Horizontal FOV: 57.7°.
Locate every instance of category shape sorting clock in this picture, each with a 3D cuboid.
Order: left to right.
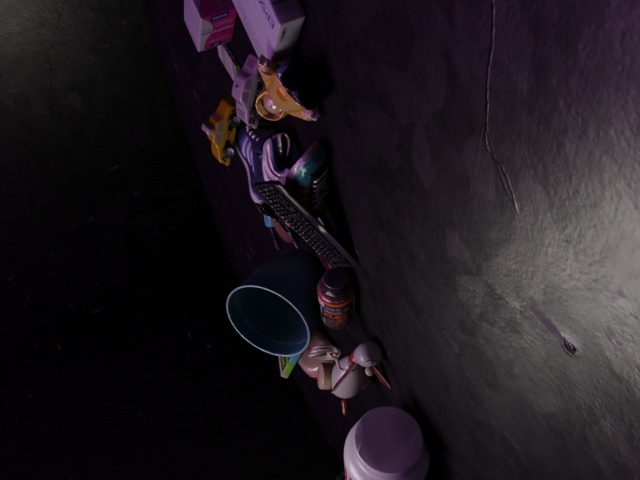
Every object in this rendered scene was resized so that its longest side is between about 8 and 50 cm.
[{"bbox_3d":[0.000,0.000,1.656,0.206,0.040,0.206,58,163,29],"label":"shape sorting clock"}]

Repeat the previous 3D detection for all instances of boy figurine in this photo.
[{"bbox_3d":[-0.077,-0.328,1.268,0.177,0.092,0.285,45,168,-19],"label":"boy figurine"}]

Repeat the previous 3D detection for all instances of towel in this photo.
[{"bbox_3d":[-0.290,-0.573,1.849,0.152,0.023,0.113,59,166,19],"label":"towel"}]

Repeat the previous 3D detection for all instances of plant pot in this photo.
[{"bbox_3d":[-0.103,0.167,1.768,0.272,0.255,0.271,15,130,19],"label":"plant pot"}]

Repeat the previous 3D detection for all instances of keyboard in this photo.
[{"bbox_3d":[-0.058,-0.035,1.486,0.317,0.033,0.202,46,158,-25],"label":"keyboard"}]

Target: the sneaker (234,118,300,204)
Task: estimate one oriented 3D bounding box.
[{"bbox_3d":[-0.139,-0.274,1.624,0.236,0.130,0.322,-40,59,56],"label":"sneaker"}]

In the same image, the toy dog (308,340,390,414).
[{"bbox_3d":[0.092,0.414,1.706,0.333,0.220,0.160,75,-172,-65],"label":"toy dog"}]

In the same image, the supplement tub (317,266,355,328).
[{"bbox_3d":[0.044,0.158,1.616,0.106,0.106,0.197,57,163,34],"label":"supplement tub"}]

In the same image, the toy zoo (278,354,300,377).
[{"bbox_3d":[-0.089,0.359,2.240,0.293,0.030,0.192,-63,18,19],"label":"toy zoo"}]

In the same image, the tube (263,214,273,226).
[{"bbox_3d":[-0.196,-0.151,2.122,0.080,0.052,0.207,38,144,53],"label":"tube"}]

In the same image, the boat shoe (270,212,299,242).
[{"bbox_3d":[-0.117,-0.130,1.774,0.285,0.092,0.103,64,147,17],"label":"boat shoe"}]

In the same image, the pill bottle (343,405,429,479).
[{"bbox_3d":[0.179,0.617,1.603,0.229,0.229,0.407,56,163,35],"label":"pill bottle"}]

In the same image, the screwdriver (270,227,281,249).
[{"bbox_3d":[-0.200,-0.037,2.365,0.025,0.024,0.169,-41,68,45],"label":"screwdriver"}]

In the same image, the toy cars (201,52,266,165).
[{"bbox_3d":[-0.242,-0.355,1.588,0.394,0.087,0.176,-38,58,53],"label":"toy cars"}]

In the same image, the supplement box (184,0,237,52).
[{"bbox_3d":[-0.312,-0.637,1.635,0.113,0.111,0.220,66,166,1],"label":"supplement box"}]

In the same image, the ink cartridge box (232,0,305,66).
[{"bbox_3d":[-0.153,-0.548,1.290,0.324,0.072,0.330,65,164,3],"label":"ink cartridge box"}]

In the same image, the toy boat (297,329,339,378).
[{"bbox_3d":[0.007,0.450,2.211,0.151,0.151,0.231,39,177,-22],"label":"toy boat"}]

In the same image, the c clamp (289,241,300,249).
[{"bbox_3d":[-0.082,0.057,2.092,0.137,0.022,0.161,61,164,-1],"label":"c clamp"}]

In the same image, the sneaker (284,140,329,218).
[{"bbox_3d":[-0.022,-0.130,1.441,0.121,0.108,0.302,37,152,3],"label":"sneaker"}]
